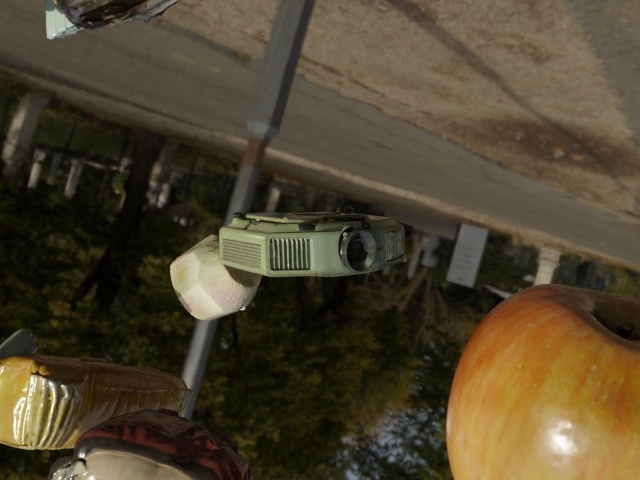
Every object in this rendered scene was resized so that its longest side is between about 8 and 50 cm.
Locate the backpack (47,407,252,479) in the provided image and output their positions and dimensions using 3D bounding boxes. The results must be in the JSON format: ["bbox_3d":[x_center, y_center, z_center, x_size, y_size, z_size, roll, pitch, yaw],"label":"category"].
[{"bbox_3d":[-0.169,0.294,0.724,0.229,0.229,0.139,16,-172,18],"label":"backpack"}]

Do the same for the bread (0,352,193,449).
[{"bbox_3d":[-0.318,0.224,0.968,0.152,0.119,0.288,6,171,30],"label":"bread"}]

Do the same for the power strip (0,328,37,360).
[{"bbox_3d":[-0.670,0.268,1.426,0.027,0.060,0.253,-20,-162,22],"label":"power strip"}]

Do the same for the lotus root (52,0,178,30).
[{"bbox_3d":[-0.270,-0.438,1.061,0.078,0.329,0.167,37,155,35],"label":"lotus root"}]

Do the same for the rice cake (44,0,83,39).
[{"bbox_3d":[-0.430,-0.466,1.200,0.189,0.198,0.037,-8,-176,36],"label":"rice cake"}]

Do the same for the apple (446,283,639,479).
[{"bbox_3d":[0.243,0.173,0.649,0.241,0.241,0.242,11,-158,-5],"label":"apple"}]

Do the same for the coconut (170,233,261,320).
[{"bbox_3d":[-0.267,0.094,1.770,0.197,0.236,0.237,54,171,-12],"label":"coconut"}]

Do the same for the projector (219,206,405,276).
[{"bbox_3d":[0.000,0.000,1.066,0.269,0.088,0.193,-5,-171,-38],"label":"projector"}]
